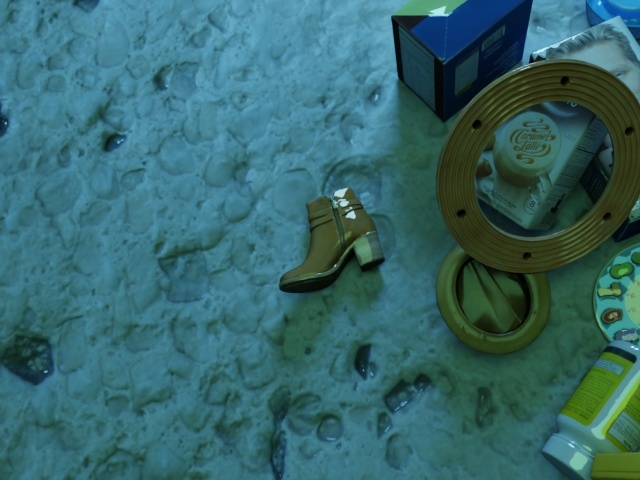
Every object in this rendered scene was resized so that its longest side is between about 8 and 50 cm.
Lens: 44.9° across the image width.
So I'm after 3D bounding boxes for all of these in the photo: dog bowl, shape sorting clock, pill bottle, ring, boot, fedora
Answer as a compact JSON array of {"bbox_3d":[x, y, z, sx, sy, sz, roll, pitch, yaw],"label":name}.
[{"bbox_3d":[0.585,-0.501,1.432,0.165,0.074,0.297,17,75,14],"label":"dog bowl"},{"bbox_3d":[0.545,0.098,1.240,0.206,0.040,0.206,-5,72,15],"label":"shape sorting clock"},{"bbox_3d":[0.432,0.265,1.167,0.119,0.119,0.208,37,80,18],"label":"pill bottle"},{"bbox_3d":[0.334,-0.106,1.169,0.336,0.337,0.032,-21,27,1],"label":"ring"},{"bbox_3d":[0.000,0.000,1.352,0.197,0.073,0.152,-19,70,-11],"label":"boot"},{"bbox_3d":[0.279,0.093,1.271,0.194,0.079,0.194,-1,77,5],"label":"fedora"}]

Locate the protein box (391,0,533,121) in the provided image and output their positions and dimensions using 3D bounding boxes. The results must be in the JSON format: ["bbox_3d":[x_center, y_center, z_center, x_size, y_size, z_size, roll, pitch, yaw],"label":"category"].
[{"bbox_3d":[0.247,-0.356,1.364,0.199,0.201,0.136,-39,70,-6],"label":"protein box"}]

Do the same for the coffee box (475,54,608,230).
[{"bbox_3d":[0.362,-0.156,1.261,0.141,0.098,0.247,38,112,32],"label":"coffee box"}]

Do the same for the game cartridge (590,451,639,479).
[{"bbox_3d":[0.560,0.341,0.982,0.323,0.285,0.053,20,71,-7],"label":"game cartridge"}]

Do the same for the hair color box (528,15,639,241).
[{"bbox_3d":[0.506,-0.192,1.321,0.173,0.105,0.347,-23,69,0],"label":"hair color box"}]
